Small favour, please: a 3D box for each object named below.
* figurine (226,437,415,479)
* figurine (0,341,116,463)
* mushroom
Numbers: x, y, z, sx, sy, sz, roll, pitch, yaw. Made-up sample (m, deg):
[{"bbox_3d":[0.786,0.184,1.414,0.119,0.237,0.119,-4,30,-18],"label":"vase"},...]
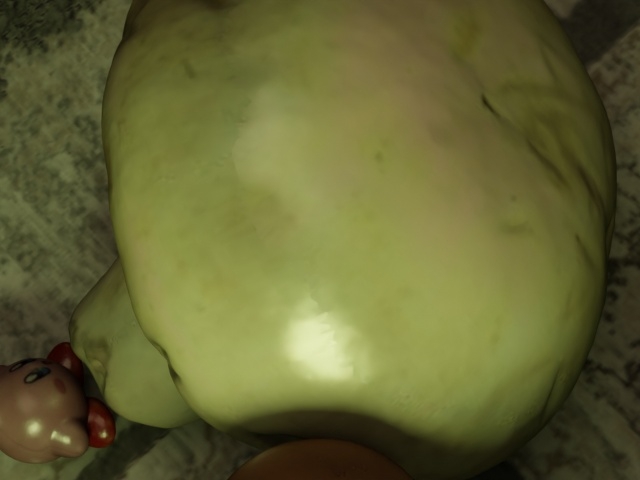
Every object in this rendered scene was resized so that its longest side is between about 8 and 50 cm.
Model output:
[{"bbox_3d":[0.090,0.255,0.887,0.388,0.248,0.277,-2,57,53],"label":"figurine"},{"bbox_3d":[-0.179,0.110,1.256,0.083,0.071,0.067,42,122,33],"label":"figurine"},{"bbox_3d":[0.027,-0.016,1.152,0.325,0.353,0.353,-10,61,-17],"label":"mushroom"}]
